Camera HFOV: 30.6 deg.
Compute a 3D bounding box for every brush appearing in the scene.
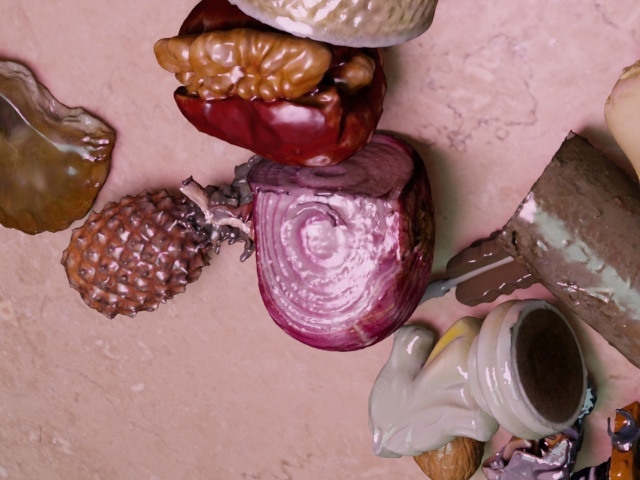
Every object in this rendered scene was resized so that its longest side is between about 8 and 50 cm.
[{"bbox_3d":[0.165,0.057,1.506,0.301,0.071,0.084,-27,89,40],"label":"brush"}]

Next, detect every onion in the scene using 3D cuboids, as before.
[{"bbox_3d":[0.030,0.007,1.418,0.272,0.256,0.231,11,118,43],"label":"onion"}]

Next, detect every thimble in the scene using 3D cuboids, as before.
[{"bbox_3d":[0.018,-0.328,1.231,0.270,0.271,0.150,24,127,13],"label":"thimble"}]

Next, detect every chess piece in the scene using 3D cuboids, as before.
[{"bbox_3d":[0.175,0.180,1.496,0.298,0.176,0.176,-19,108,42],"label":"chess piece"}]

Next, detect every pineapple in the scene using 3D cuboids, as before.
[{"bbox_3d":[-0.185,-0.018,1.588,0.361,0.175,0.175,-29,102,27],"label":"pineapple"}]

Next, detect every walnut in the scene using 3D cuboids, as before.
[{"bbox_3d":[0.176,0.277,1.603,0.105,0.105,0.125,16,130,18],"label":"walnut"},{"bbox_3d":[-0.066,-0.196,1.349,0.269,0.243,0.222,5,100,35],"label":"walnut"}]

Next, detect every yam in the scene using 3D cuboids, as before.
[{"bbox_3d":[0.347,0.027,1.328,0.304,0.168,0.168,42,128,0],"label":"yam"}]

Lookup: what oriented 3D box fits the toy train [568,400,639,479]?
[{"bbox_3d":[0.453,0.387,1.460,0.249,0.178,0.429,-34,103,31],"label":"toy train"}]

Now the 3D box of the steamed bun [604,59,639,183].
[{"bbox_3d":[0.442,-0.121,1.192,0.273,0.166,0.232,-27,101,36],"label":"steamed bun"}]

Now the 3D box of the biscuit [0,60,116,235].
[{"bbox_3d":[-0.439,-0.151,1.684,0.335,0.078,0.329,-2,120,31],"label":"biscuit"}]

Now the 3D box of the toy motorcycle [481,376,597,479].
[{"bbox_3d":[0.284,0.266,1.545,0.129,0.094,0.229,17,114,23],"label":"toy motorcycle"}]
